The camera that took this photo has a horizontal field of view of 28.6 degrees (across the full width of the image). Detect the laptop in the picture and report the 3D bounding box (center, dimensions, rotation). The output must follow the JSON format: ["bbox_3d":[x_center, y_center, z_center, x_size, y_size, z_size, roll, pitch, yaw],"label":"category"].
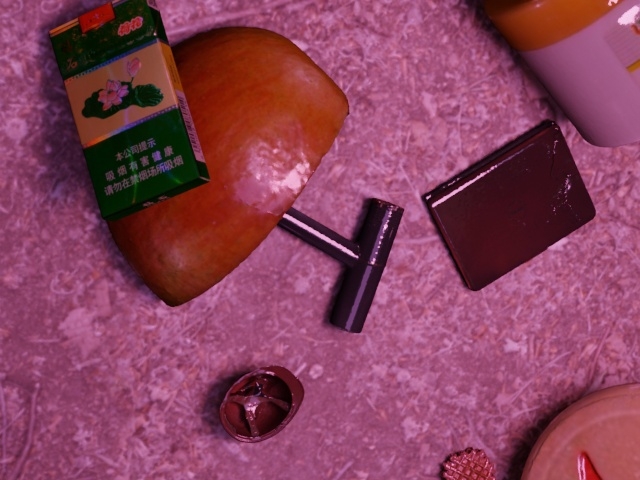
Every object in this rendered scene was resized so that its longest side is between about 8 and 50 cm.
[{"bbox_3d":[0.253,-0.044,1.662,0.207,0.026,0.154,-31,109,-9],"label":"laptop"}]

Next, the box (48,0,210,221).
[{"bbox_3d":[-0.216,-0.153,1.413,0.132,0.034,0.235,-21,78,18],"label":"box"}]

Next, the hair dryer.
[{"bbox_3d":[-0.009,0.012,1.583,0.194,0.050,0.173,16,94,-15],"label":"hair dryer"}]

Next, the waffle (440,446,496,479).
[{"bbox_3d":[0.201,0.319,1.708,0.075,0.029,0.083,-25,104,-12],"label":"waffle"}]

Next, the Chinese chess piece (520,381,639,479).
[{"bbox_3d":[0.427,0.353,1.638,0.338,0.140,0.338,-3,82,25],"label":"Chinese chess piece"}]

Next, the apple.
[{"bbox_3d":[-0.124,-0.091,1.485,0.346,0.254,0.179,-53,152,-1],"label":"apple"}]

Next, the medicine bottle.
[{"bbox_3d":[0.359,-0.272,1.540,0.238,0.238,0.232,-45,110,-5],"label":"medicine bottle"}]

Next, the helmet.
[{"bbox_3d":[-0.078,0.198,1.584,0.111,0.057,0.089,-38,105,-2],"label":"helmet"}]
